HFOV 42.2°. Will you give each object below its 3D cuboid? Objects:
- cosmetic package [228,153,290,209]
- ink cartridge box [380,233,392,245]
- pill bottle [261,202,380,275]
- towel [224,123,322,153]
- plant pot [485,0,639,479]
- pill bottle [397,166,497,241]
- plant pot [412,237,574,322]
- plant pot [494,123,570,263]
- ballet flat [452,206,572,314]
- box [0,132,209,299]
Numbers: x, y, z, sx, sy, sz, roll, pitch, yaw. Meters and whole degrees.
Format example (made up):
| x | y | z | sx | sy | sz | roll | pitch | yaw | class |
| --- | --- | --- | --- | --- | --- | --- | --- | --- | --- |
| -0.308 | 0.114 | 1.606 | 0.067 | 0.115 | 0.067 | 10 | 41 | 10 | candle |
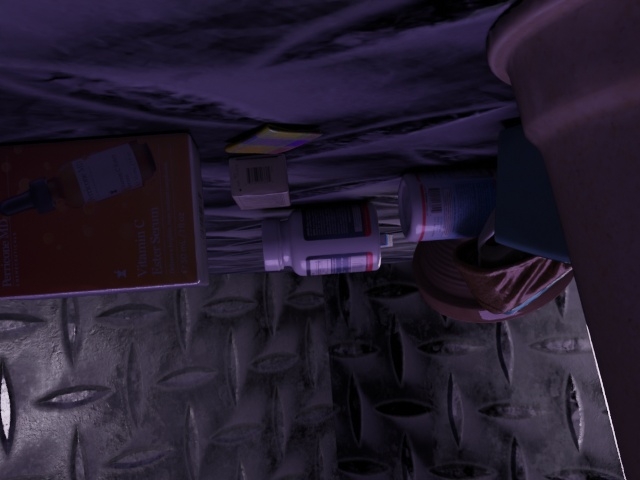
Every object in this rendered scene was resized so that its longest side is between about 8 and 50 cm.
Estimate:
| x | y | z | sx | sy | sz | roll | pitch | yaw | class |
| --- | --- | --- | --- | --- | --- | --- | --- | --- | --- |
| -0.063 | -0.061 | 0.880 | 0.060 | 0.041 | 0.115 | -5 | 176 | -3 | cosmetic package |
| 0.144 | 0.002 | 1.980 | 0.048 | 0.028 | 0.083 | -6 | 176 | 18 | ink cartridge box |
| 0.000 | 0.000 | 1.302 | 0.180 | 0.108 | 0.108 | -4 | 176 | -2 | pill bottle |
| -0.043 | -0.089 | 0.739 | 0.060 | 0.010 | 0.083 | -1 | 174 | -33 | towel |
| 0.278 | 0.011 | 0.477 | 0.333 | 0.306 | 0.334 | -5 | 175 | 0 | plant pot |
| 0.182 | -0.047 | 1.034 | 0.160 | 0.087 | 0.087 | -4 | 175 | -6 | pill bottle |
| 0.238 | -0.006 | 1.175 | 0.237 | 0.110 | 0.237 | -14 | -143 | 11 | plant pot |
| 0.286 | -0.043 | 0.771 | 0.234 | 0.166 | 0.165 | 2 | 178 | 19 | plant pot |
| 0.282 | -0.038 | 0.928 | 0.124 | 0.116 | 0.342 | 38 | 128 | -18 | ballet flat |
| -0.189 | -0.017 | 0.724 | 0.170 | 0.130 | 0.091 | -5 | 176 | -3 | box |
